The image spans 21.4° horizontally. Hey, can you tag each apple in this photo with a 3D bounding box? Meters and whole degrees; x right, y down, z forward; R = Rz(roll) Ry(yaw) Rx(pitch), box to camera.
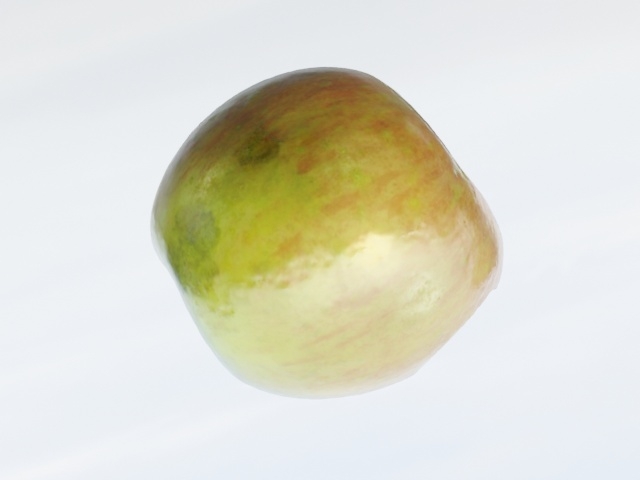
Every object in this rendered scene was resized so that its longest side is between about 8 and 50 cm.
[{"bbox_3d":[0.000,0.000,1.717,0.340,0.339,0.339,-13,-166,3],"label":"apple"}]
